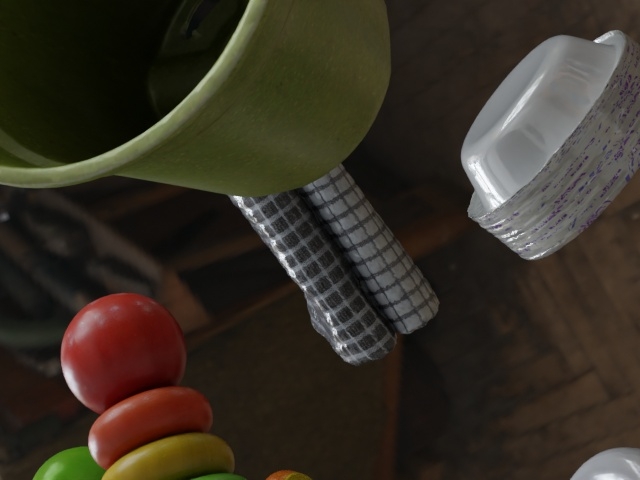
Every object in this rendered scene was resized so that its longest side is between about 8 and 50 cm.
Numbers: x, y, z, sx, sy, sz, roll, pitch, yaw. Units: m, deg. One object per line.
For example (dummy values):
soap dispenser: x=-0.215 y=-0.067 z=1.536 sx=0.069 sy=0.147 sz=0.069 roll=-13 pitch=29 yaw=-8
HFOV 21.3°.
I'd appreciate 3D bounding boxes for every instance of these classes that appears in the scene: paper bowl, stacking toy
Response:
paper bowl: x=0.277 y=-0.128 z=2.011 sx=0.148 sy=0.284 sz=0.284 roll=36 pitch=144 yaw=-8
stacking toy: x=-0.099 y=0.187 z=1.160 sx=0.330 sy=0.141 sz=0.141 roll=66 pitch=146 yaw=21

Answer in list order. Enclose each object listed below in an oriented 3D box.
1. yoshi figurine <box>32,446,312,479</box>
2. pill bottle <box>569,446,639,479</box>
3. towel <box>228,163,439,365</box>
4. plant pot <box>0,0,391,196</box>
yoshi figurine: x=-0.179 y=0.270 z=1.652 sx=0.362 sy=0.203 sz=0.203 roll=-17 pitch=122 yaw=42
pill bottle: x=0.296 y=0.219 z=1.117 sx=0.153 sy=0.264 sz=0.153 roll=-173 pitch=90 yaw=-65
towel: x=0.000 y=0.000 z=1.772 sx=0.235 sy=0.121 sz=0.283 roll=54 pitch=179 yaw=-7
plant pot: x=-0.084 y=-0.138 z=1.014 sx=0.276 sy=0.254 sz=0.276 roll=-6 pitch=76 yaw=25
